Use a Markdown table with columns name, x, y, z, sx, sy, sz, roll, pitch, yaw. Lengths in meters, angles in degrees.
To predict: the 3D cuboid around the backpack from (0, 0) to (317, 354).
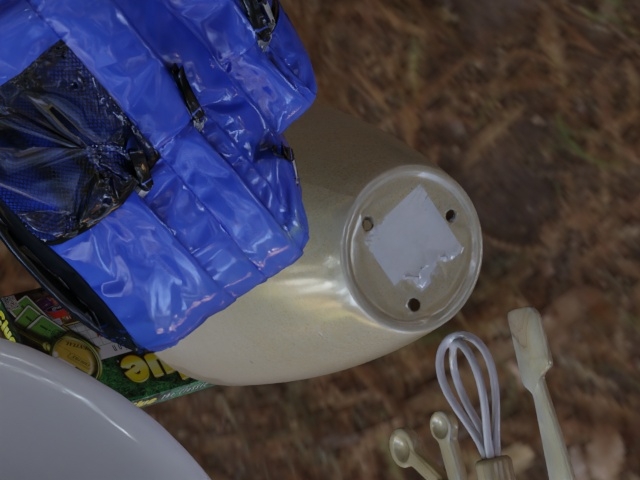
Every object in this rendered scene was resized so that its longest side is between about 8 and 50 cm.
| name | x | y | z | sx | sy | sz | roll | pitch | yaw |
| --- | --- | --- | --- | --- | --- | --- | --- | --- | --- |
| backpack | -0.051 | -0.034 | 0.542 | 0.101 | 0.098 | 0.120 | -31 | 122 | 4 |

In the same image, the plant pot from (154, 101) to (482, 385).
| name | x | y | z | sx | sy | sz | roll | pitch | yaw |
| --- | --- | --- | --- | --- | --- | --- | --- | --- | --- |
| plant pot | 0.000 | 0.000 | 1.593 | 0.256 | 0.274 | 0.256 | -1 | 92 | -30 |

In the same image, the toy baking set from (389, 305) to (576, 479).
| name | x | y | z | sx | sy | sz | roll | pitch | yaw |
| --- | --- | --- | --- | --- | --- | --- | --- | --- | --- |
| toy baking set | 0.114 | 0.175 | 1.380 | 0.030 | 0.196 | 0.256 | -9 | 143 | -35 |

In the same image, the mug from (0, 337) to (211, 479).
| name | x | y | z | sx | sy | sz | roll | pitch | yaw |
| --- | --- | --- | --- | --- | --- | --- | --- | --- | --- |
| mug | -0.158 | 0.267 | 0.616 | 0.276 | 0.374 | 0.328 | 7 | 136 | 3 |

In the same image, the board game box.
| name | x | y | z | sx | sy | sz | roll | pitch | yaw |
| --- | --- | --- | --- | --- | --- | --- | --- | --- | --- |
| board game box | -0.168 | 0.087 | 1.855 | 0.030 | 0.260 | 0.136 | -46 | 68 | 43 |
